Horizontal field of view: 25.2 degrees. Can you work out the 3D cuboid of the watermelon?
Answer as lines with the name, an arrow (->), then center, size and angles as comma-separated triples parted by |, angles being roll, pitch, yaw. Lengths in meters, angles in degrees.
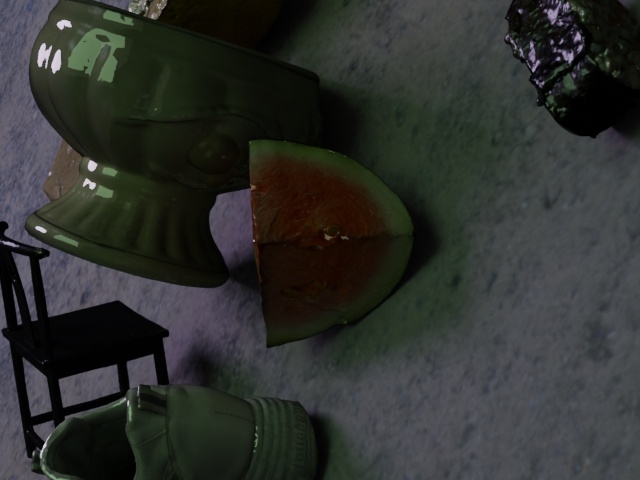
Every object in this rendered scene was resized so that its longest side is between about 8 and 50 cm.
watermelon -> 0.009, -0.002, 1.287 | 0.137, 0.145, 0.193 | -97, 0, -86

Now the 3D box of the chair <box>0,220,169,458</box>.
chair -> -0.246, 0.106, 1.467 | 0.154, 0.141, 0.260 | 20, 120, 59

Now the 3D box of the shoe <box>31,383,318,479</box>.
shoe -> -0.180, 0.227, 1.326 | 0.342, 0.210, 0.132 | -40, 40, 37

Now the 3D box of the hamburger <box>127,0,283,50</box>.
hamburger -> -0.128, -0.274, 1.628 | 0.283, 0.156, 0.144 | -52, 39, 47

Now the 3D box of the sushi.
sushi -> 0.203, -0.153, 1.112 | 0.078, 0.090, 0.150 | -49, 37, 33

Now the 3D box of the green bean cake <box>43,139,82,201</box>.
green bean cake -> -0.272, -0.113, 1.807 | 0.109, 0.085, 0.179 | 21, 89, 57

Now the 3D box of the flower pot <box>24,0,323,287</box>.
flower pot -> -0.159, -0.092, 1.441 | 0.307, 0.307, 0.244 | 27, 102, 59
